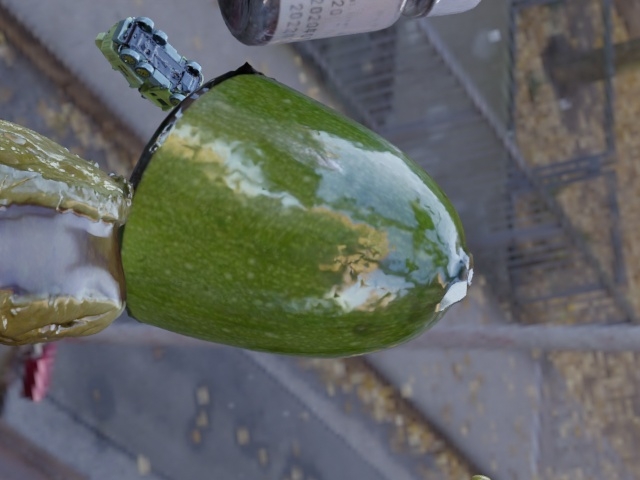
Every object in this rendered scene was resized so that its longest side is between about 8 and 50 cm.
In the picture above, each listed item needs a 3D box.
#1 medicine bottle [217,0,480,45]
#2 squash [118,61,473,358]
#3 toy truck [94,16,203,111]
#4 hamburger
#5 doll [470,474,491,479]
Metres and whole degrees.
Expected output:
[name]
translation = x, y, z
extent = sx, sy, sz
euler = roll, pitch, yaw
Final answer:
[medicine bottle]
translation = 0.031, -0.305, 1.678
extent = 0.273, 0.165, 0.165
euler = -11, 90, -19
[squash]
translation = -0.006, 0.017, 1.616
extent = 0.310, 0.309, 0.310
euler = -40, 145, -35
[toy truck]
translation = -0.262, -0.264, 2.330
extent = 0.169, 0.100, 0.077
euler = 41, 59, -41
[hamburger]
translation = -0.243, -0.010, 1.109
extent = 0.309, 0.211, 0.132
euler = 13, 105, -55
[doll]
translation = 0.189, 0.406, 1.722
extent = 0.117, 0.086, 0.291
euler = -13, 85, -26
